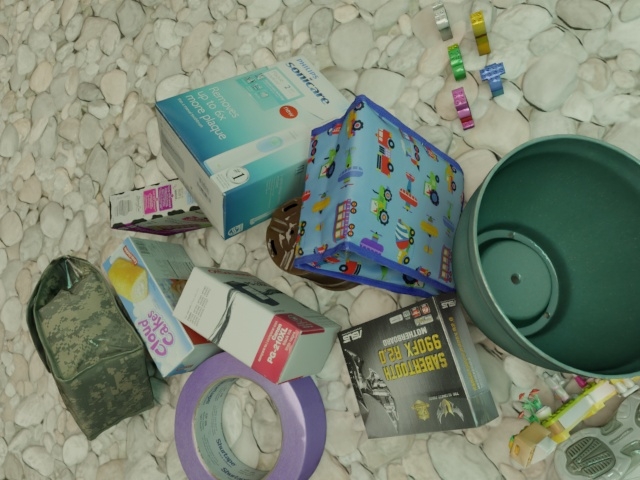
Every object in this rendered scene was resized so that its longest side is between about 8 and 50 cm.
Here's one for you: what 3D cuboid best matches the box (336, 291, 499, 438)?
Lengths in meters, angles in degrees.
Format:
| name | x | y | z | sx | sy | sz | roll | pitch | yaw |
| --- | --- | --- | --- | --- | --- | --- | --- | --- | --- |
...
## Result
| name | x | y | z | sx | sy | sz | roll | pitch | yaw |
| --- | --- | --- | --- | --- | --- | --- | --- | --- | --- |
| box | 0.136 | 0.200 | 0.772 | 0.231 | 0.056 | 0.183 | -32 | 69 | 48 |

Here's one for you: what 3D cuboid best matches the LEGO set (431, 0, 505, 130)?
| name | x | y | z | sx | sy | sz | roll | pitch | yaw |
| --- | --- | --- | --- | --- | --- | --- | --- | --- | --- |
| LEGO set | 0.245 | -0.313 | 0.821 | 0.086 | 0.093 | 0.227 | -15 | 77 | 22 |

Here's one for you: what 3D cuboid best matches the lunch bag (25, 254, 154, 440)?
| name | x | y | z | sx | sy | sz | roll | pitch | yaw |
| --- | --- | --- | --- | --- | --- | --- | --- | --- | --- |
| lunch bag | -0.465 | 0.199 | 0.991 | 0.287 | 0.168 | 0.235 | 47 | 144 | 31 |

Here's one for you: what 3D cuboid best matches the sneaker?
| name | x | y | z | sx | sy | sz | roll | pitch | yaw |
| --- | --- | --- | --- | --- | --- | --- | --- | --- | --- |
| sneaker | 0.424 | 0.284 | 0.679 | 0.232 | 0.115 | 0.090 | -23 | 37 | 0 |

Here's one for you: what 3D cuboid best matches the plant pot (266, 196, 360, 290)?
| name | x | y | z | sx | sy | sz | roll | pitch | yaw |
| --- | --- | --- | --- | --- | --- | --- | --- | --- | --- |
| plant pot | 0.000 | 0.000 | 0.853 | 0.166 | 0.165 | 0.167 | -4 | 81 | 24 |

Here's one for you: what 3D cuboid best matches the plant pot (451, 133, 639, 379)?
| name | x | y | z | sx | sy | sz | roll | pitch | yaw |
| --- | --- | --- | --- | --- | --- | --- | --- | --- | --- |
| plant pot | 0.297 | 0.036 | 0.668 | 0.292 | 0.196 | 0.293 | 3 | 73 | -10 |

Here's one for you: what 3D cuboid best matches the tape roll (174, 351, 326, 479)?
| name | x | y | z | sx | sy | sz | roll | pitch | yaw |
| --- | --- | --- | --- | --- | --- | --- | --- | --- | --- |
| tape roll | -0.130 | 0.338 | 0.911 | 0.274 | 0.090 | 0.275 | -3 | 82 | 24 |

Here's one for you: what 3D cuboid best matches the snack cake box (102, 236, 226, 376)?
| name | x | y | z | sx | sy | sz | roll | pitch | yaw |
| --- | --- | --- | --- | --- | --- | --- | --- | --- | --- |
| snack cake box | -0.287 | 0.123 | 0.974 | 0.089 | 0.152 | 0.264 | -43 | 68 | 13 |

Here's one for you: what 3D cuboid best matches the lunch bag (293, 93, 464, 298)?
| name | x | y | z | sx | sy | sz | roll | pitch | yaw |
| --- | --- | --- | --- | --- | --- | --- | --- | --- | --- |
| lunch bag | 0.127 | -0.041 | 0.750 | 0.138 | 0.293 | 0.221 | -20 | 57 | 54 |

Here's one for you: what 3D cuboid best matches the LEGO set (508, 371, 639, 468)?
| name | x | y | z | sx | sy | sz | roll | pitch | yaw |
| --- | --- | --- | --- | --- | --- | --- | --- | --- | --- |
| LEGO set | 0.349 | 0.188 | 0.692 | 0.287 | 0.132 | 0.107 | -32 | 65 | -6 |

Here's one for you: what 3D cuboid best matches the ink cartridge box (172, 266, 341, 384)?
| name | x | y | z | sx | sy | sz | roll | pitch | yaw |
| --- | --- | --- | --- | --- | --- | --- | --- | --- | --- |
| ink cartridge box | -0.109 | 0.141 | 0.880 | 0.237 | 0.172 | 0.100 | 26 | 94 | 25 |

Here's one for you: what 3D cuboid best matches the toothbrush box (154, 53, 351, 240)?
| name | x | y | z | sx | sy | sz | roll | pitch | yaw |
| --- | --- | --- | --- | --- | --- | --- | --- | --- | --- |
| toothbrush box | -0.093 | -0.168 | 0.852 | 0.295 | 0.126 | 0.216 | -27 | 66 | -27 |

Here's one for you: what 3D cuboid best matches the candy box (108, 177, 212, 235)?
| name | x | y | z | sx | sy | sz | roll | pitch | yaw |
| --- | --- | --- | --- | --- | --- | --- | --- | --- | --- |
| candy box | -0.270 | -0.066 | 0.986 | 0.233 | 0.159 | 0.071 | -11 | 81 | 23 |
